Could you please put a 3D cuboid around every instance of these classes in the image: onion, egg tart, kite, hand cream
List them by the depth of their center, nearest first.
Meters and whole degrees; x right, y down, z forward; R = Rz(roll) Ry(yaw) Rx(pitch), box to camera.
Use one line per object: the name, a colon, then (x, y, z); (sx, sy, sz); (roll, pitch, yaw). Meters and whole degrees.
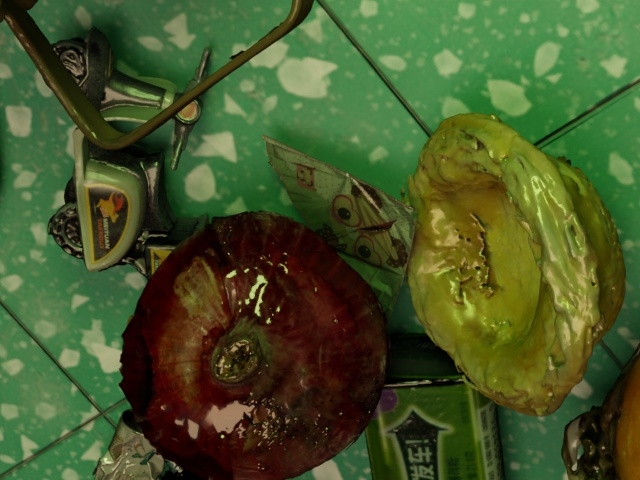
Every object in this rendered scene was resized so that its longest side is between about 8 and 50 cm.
egg tart: (0.176, 0.016, 1.651); (0.118, 0.288, 0.288); (-13, 123, -21)
onion: (-0.062, 0.097, 1.705); (0.252, 0.219, 0.252); (-1, 86, 10)
kite: (-0.001, 0.001, 1.773); (0.250, 0.012, 0.229); (-21, 104, 42)
hand cream: (-0.203, 0.254, 2.001); (0.084, 0.050, 0.257); (22, 127, 0)

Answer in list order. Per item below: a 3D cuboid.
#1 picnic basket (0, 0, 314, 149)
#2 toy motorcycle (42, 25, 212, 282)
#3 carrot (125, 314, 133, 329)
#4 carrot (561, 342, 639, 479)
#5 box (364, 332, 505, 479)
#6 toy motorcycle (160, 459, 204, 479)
picnic basket: (-0.176, -0.258, 1.542); (0.254, 0.291, 0.321); (-33, 93, 29)
toy motorcycle: (-0.179, -0.077, 1.774); (0.157, 0.091, 0.263); (3, 123, 6)
carrot: (-0.109, 0.103, 1.886); (0.170, 0.042, 0.042); (9, 122, 10)
carrot: (0.365, 0.169, 1.685); (0.331, 0.214, 0.193); (-6, 104, 27)
box: (0.120, 0.254, 1.871); (0.134, 0.097, 0.345); (-5, 118, 10)
toy motorcycle: (-0.087, 0.322, 1.930); (0.113, 0.169, 0.315); (-23, 110, 26)
